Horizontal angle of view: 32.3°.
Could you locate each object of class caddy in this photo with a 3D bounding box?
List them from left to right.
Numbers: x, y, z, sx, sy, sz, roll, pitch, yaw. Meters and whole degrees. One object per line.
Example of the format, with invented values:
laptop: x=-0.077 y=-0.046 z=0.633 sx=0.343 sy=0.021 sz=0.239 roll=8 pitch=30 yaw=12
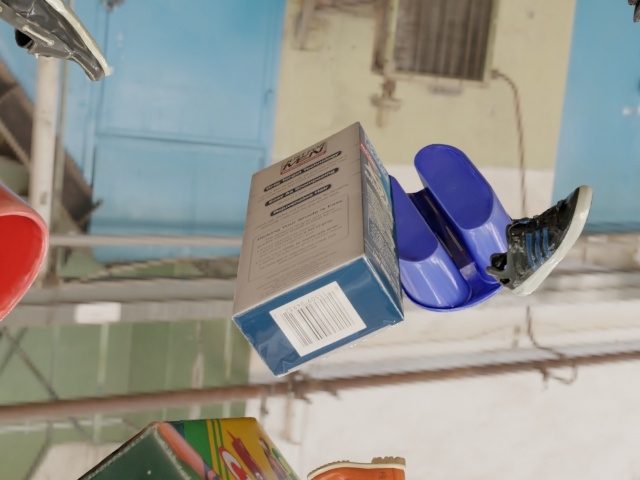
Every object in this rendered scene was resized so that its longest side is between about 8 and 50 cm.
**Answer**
caddy: x=0.226 y=-0.017 z=2.033 sx=0.241 sy=0.179 sz=0.341 roll=-31 pitch=-140 yaw=2

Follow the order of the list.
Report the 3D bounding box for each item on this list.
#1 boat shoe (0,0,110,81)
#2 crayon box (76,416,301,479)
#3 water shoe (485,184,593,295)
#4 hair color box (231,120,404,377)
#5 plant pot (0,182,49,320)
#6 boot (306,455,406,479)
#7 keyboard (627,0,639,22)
boat shoe: x=-0.331 y=-0.258 z=1.332 sx=0.084 sy=0.079 sz=0.233 roll=52 pitch=-179 yaw=28
crayon box: x=-0.037 y=0.217 z=0.726 sx=0.202 sy=0.081 sz=0.318 roll=52 pitch=-179 yaw=11
water shoe: x=0.288 y=-0.004 z=1.473 sx=0.080 sy=0.203 sz=0.073 roll=28 pitch=-139 yaw=0
hair color box: x=0.000 y=0.000 z=1.361 sx=0.174 sy=0.105 sz=0.347 roll=-25 pitch=-152 yaw=15
plant pot: x=-0.474 y=-0.015 z=1.198 sx=0.243 sy=0.275 sz=0.275 roll=45 pitch=-160 yaw=14
boot: x=0.054 y=0.382 z=1.698 sx=0.158 sy=0.084 sz=0.059 roll=-8 pitch=156 yaw=16
keyboard: x=0.297 y=-0.167 z=0.916 sx=0.033 sy=0.201 sz=0.317 roll=-19 pitch=-155 yaw=25
